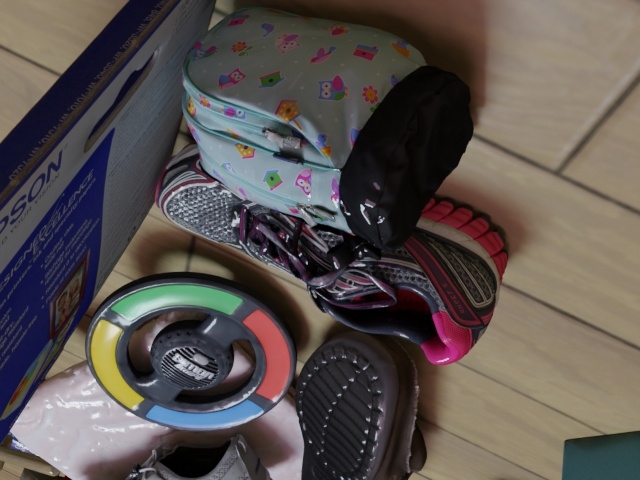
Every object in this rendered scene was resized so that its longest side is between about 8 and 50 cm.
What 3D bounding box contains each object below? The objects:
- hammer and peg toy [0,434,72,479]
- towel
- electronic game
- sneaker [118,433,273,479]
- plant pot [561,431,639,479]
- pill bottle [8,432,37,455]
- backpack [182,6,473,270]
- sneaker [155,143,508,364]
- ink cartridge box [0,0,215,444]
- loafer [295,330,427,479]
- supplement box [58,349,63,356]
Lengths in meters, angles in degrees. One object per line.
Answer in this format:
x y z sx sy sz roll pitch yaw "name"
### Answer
-0.389 0.424 1.202 0.361 0.127 0.266 29 162 -32 "hammer and peg toy"
-0.181 0.242 0.948 0.331 0.053 0.317 -30 120 19 "towel"
-0.139 0.127 0.804 0.229 0.048 0.229 0 125 0 "electronic game"
-0.201 0.301 0.915 0.281 0.105 0.115 -15 110 3 "sneaker"
0.330 0.327 0.702 0.165 0.234 0.165 42 139 -20 "plant pot"
-0.541 0.378 1.392 0.120 0.067 0.067 33 142 -11 "pill bottle"
-0.004 -0.081 0.498 0.182 0.152 0.115 21 139 26 "backpack"
0.000 0.000 0.601 0.299 0.112 0.121 18 142 11 "sneaker"
-0.170 -0.035 0.498 0.072 0.304 0.307 26 142 -2 "ink cartridge box"
0.054 0.225 0.856 0.134 0.130 0.366 44 144 33 "loafer"
-0.456 0.116 0.981 0.194 0.129 0.191 28 143 -5 "supplement box"
